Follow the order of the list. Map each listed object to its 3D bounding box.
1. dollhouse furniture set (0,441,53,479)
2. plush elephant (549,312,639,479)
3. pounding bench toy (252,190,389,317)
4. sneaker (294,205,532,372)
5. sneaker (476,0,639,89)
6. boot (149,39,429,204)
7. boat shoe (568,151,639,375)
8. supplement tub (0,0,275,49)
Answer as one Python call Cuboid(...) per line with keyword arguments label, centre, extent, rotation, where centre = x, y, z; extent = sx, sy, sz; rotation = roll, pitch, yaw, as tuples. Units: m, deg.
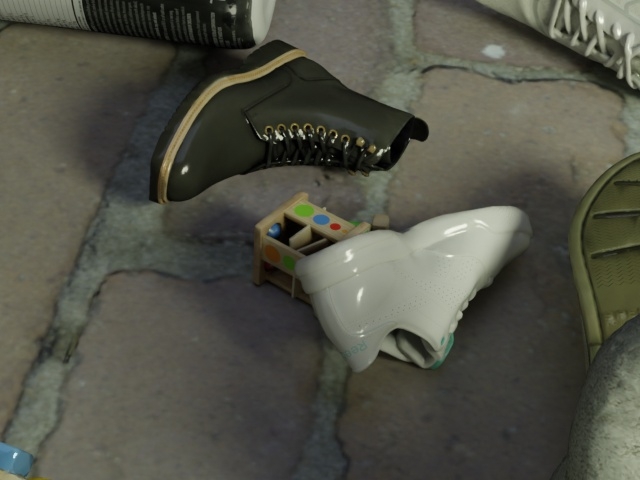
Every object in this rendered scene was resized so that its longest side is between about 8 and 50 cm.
Cuboid(label="dollhouse furniture set", centre=(-0.291, 0.203, 0.808), extent=(0.303, 0.198, 0.286), rotation=(17, 78, 4))
Cuboid(label="plush elephant", centre=(0.199, 0.185, 0.800), extent=(0.330, 0.272, 0.255), rotation=(-30, 29, 4))
Cuboid(label="pounding bench toy", centre=(0.000, 0.000, 1.152), extent=(0.065, 0.052, 0.083), rotation=(28, 46, 26))
Cuboid(label="sneaker", centre=(0.071, 0.036, 1.111), extent=(0.212, 0.080, 0.094), rotation=(-14, 81, -46))
Cuboid(label="sneaker", centre=(0.243, -0.179, 1.345), extent=(0.292, 0.110, 0.118), rotation=(16, 55, 6))
Cuboid(label="boot", centre=(-0.020, -0.070, 1.222), extent=(0.137, 0.077, 0.198), rotation=(27, 46, 17))
Cuboid(label="boat shoe", centre=(0.212, 0.061, 1.061), extent=(0.113, 0.103, 0.302), rotation=(0, 39, 15))
Cuboid(label="supplement tub", centre=(-0.189, -0.262, 1.336), extent=(0.316, 0.193, 0.193), rotation=(8, 40, 3))
